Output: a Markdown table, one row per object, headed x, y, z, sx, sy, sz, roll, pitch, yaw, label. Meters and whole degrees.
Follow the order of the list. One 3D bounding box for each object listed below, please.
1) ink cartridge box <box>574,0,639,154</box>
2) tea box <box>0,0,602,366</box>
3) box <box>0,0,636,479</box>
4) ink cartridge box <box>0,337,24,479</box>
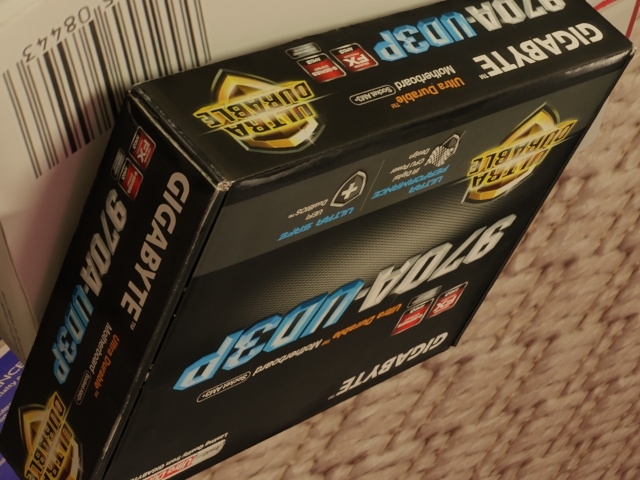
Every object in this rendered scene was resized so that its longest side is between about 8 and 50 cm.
| x | y | z | sx | sy | sz | roll | pitch | yaw | label |
| --- | --- | --- | --- | --- | --- | --- | --- | --- | --- |
| 0.057 | -0.122 | 0.941 | 0.127 | 0.176 | 0.128 | -29 | 152 | -24 | ink cartridge box |
| -0.077 | -0.187 | 0.680 | 0.329 | 0.323 | 0.220 | -36 | 154 | -18 | tea box |
| 0.000 | 0.000 | 0.643 | 0.220 | 0.051 | 0.175 | -21 | 148 | -43 | box |
| -0.169 | 0.063 | 1.201 | 0.303 | 0.072 | 0.307 | -41 | 153 | 5 | ink cartridge box |
